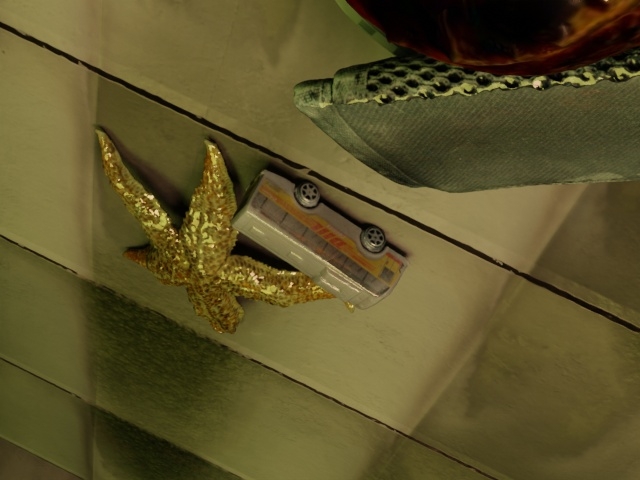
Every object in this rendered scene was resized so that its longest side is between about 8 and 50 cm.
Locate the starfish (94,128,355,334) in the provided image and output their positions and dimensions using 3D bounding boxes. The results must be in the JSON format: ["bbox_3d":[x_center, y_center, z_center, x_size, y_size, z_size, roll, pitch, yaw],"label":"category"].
[{"bbox_3d":[-0.158,0.011,1.329,0.358,0.078,0.347,40,150,-20],"label":"starfish"}]

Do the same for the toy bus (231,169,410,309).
[{"bbox_3d":[0.000,0.000,1.179,0.190,0.075,0.064,35,148,-10],"label":"toy bus"}]

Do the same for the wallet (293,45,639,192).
[{"bbox_3d":[0.182,-0.097,0.801,0.342,0.075,0.237,-2,168,28],"label":"wallet"}]

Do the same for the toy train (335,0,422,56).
[{"bbox_3d":[0.042,-0.199,0.871,0.234,0.051,0.052,36,145,-13],"label":"toy train"}]

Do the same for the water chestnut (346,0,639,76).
[{"bbox_3d":[0.075,-0.235,0.531,0.350,0.302,0.350,22,129,30],"label":"water chestnut"}]
